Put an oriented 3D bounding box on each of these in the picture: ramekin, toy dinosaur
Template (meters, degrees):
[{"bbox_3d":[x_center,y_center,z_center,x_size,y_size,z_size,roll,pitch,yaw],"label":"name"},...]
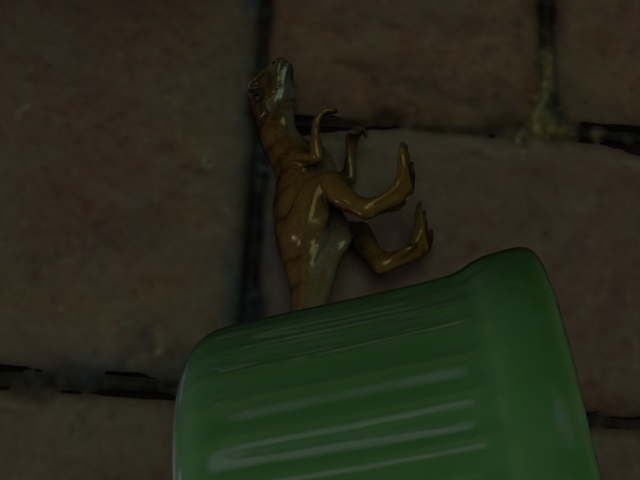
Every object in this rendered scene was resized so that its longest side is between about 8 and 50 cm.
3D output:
[{"bbox_3d":[0.035,0.162,0.638,0.148,0.303,0.303,-8,68,2],"label":"ramekin"},{"bbox_3d":[0.000,0.000,0.834,0.112,0.064,0.211,-10,58,12],"label":"toy dinosaur"}]
